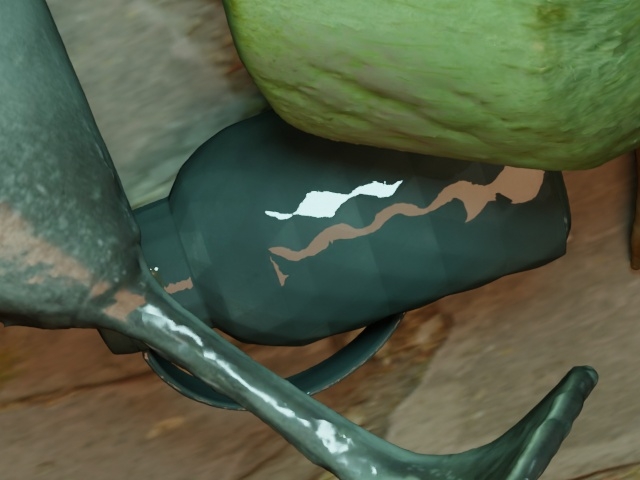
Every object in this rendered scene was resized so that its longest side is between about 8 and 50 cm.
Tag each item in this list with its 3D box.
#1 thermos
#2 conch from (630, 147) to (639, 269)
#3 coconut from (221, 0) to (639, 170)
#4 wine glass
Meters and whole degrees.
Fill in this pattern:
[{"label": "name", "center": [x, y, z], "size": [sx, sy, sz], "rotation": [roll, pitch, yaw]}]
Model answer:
[{"label": "thermos", "center": [0.000, 0.000, 1.148], "size": [0.286, 0.145, 0.182], "rotation": [-21, 117, 0]}, {"label": "conch", "center": [0.220, -0.102, 1.191], "size": [0.109, 0.093, 0.330], "rotation": [-26, 150, -20]}, {"label": "coconut", "center": [0.073, -0.187, 0.972], "size": [0.328, 0.281, 0.328], "rotation": [20, 149, 12]}, {"label": "wine glass", "center": [-0.084, 0.038, 0.960], "size": [0.406, 0.267, 0.267], "rotation": [34, 114, 8]}]
